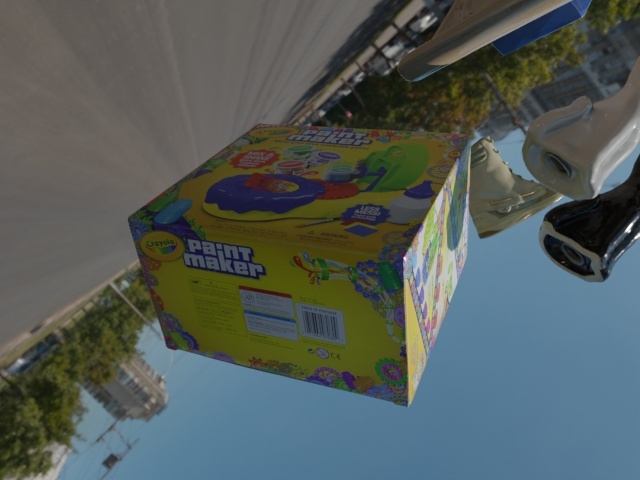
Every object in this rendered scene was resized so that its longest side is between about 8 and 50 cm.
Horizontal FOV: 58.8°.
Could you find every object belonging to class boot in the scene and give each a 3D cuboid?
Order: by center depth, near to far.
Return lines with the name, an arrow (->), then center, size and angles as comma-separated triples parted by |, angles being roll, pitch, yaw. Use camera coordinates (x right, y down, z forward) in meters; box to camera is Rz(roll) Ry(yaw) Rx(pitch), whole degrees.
boot -> 0.336, -0.116, 1.022 | 0.213, 0.165, 0.077 | -27, 176, -18

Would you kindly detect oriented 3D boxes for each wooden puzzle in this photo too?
wooden puzzle -> 0.260, -0.284, 0.496 | 0.347, 0.080, 0.322 | -54, -159, -23

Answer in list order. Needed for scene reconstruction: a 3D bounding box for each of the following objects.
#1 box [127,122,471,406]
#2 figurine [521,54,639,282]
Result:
box -> 0.000, 0.000, 0.656 | 0.290, 0.177, 0.279 | 7, -147, 23
figurine -> 0.332, -0.095, 0.622 | 0.209, 0.215, 0.092 | -39, -139, -11
